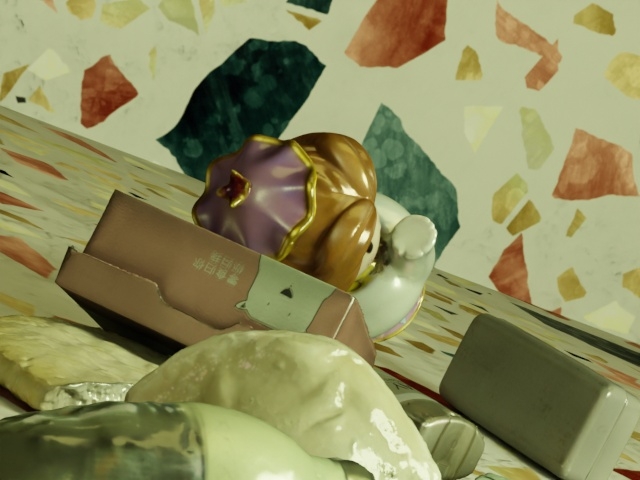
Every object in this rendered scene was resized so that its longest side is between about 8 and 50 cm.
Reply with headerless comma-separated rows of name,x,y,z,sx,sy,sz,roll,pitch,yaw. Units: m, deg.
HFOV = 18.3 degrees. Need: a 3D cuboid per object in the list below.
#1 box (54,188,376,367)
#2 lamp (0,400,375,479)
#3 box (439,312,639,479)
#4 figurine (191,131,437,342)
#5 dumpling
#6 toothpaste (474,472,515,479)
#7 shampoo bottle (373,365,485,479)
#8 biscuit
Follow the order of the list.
box,-0.069,0.061,1.507,0.215,0.086,0.215,23,-11,13
lamp,-0.085,0.130,1.018,0.250,0.101,0.101,6,12,-24
box,0.208,0.152,1.920,0.055,0.103,0.244,26,3,-30
figurine,0.000,0.000,1.638,0.189,0.142,0.263,-11,-23,17
dumpling,-0.017,0.122,1.178,0.199,0.136,0.118,33,-2,-2
toothpaste,0.242,0.237,1.581,0.255,0.037,0.067,21,10,18
shampoo bottle,0.037,0.132,1.678,0.086,0.056,0.227,23,4,-42
biscuit,-0.150,0.094,1.391,0.188,0.040,0.265,21,5,2
